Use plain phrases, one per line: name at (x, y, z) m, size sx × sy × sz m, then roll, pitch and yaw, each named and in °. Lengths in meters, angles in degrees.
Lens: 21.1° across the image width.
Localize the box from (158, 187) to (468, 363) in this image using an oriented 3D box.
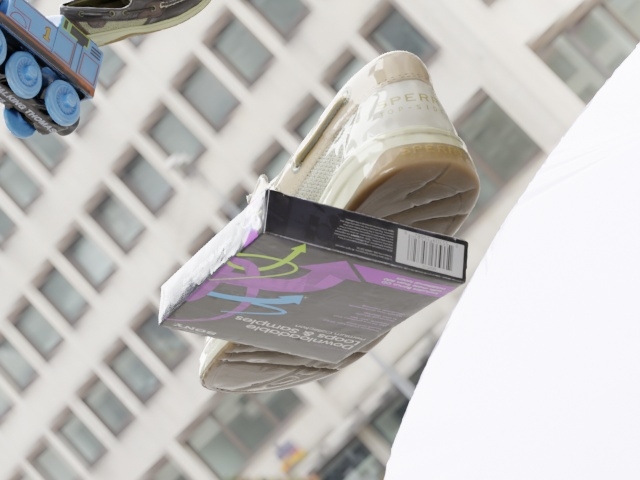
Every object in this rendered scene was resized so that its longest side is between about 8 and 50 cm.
box at (-0.008, 0.024, 0.934) m, size 0.162 × 0.116 × 0.029 m, roll 142°, pitch 137°, yaw -60°

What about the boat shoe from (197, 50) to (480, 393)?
boat shoe at (0.000, 0.000, 1.086) m, size 0.109 × 0.098 × 0.302 m, roll 2°, pitch -33°, yaw -26°

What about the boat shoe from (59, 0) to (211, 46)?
boat shoe at (-0.177, -0.227, 1.643) m, size 0.152 × 0.056 × 0.049 m, roll -23°, pitch -52°, yaw -15°

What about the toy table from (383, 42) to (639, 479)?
toy table at (0.157, 0.040, 0.555) m, size 0.274 × 0.161 × 0.252 m, roll -53°, pitch 21°, yaw 9°

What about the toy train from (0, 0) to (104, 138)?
toy train at (-0.274, -0.167, 1.518) m, size 0.080 × 0.184 × 0.105 m, roll -13°, pitch 55°, yaw 33°
